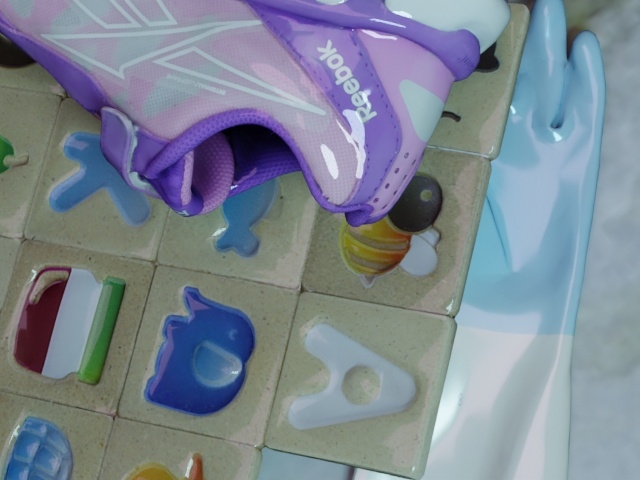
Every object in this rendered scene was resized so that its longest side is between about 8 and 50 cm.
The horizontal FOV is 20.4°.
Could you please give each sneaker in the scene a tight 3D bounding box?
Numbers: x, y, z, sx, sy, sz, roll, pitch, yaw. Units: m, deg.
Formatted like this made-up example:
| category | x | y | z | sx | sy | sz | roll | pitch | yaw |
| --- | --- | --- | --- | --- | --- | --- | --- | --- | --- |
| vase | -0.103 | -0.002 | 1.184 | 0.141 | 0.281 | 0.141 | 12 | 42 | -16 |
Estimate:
| category | x | y | z | sx | sy | sz | roll | pitch | yaw |
| --- | --- | --- | --- | --- | --- | --- | --- | --- | --- |
| sneaker | -0.058 | -0.065 | 0.614 | 0.236 | 0.095 | 0.104 | 15 | 88 | 22 |

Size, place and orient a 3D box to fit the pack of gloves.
| category | x | y | z | sx | sy | sz | roll | pitch | yaw |
| --- | --- | --- | --- | --- | --- | --- | --- | --- | --- |
| pack of gloves | 0.000 | 0.000 | 0.651 | 0.195 | 0.046 | 0.232 | 5 | 77 | 11 |

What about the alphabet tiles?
| category | x | y | z | sx | sy | sz | roll | pitch | yaw |
| --- | --- | --- | --- | --- | --- | --- | --- | --- | --- |
| alphabet tiles | -0.102 | -0.027 | 0.671 | 0.342 | 0.011 | 0.285 | 9 | 78 | 22 |
